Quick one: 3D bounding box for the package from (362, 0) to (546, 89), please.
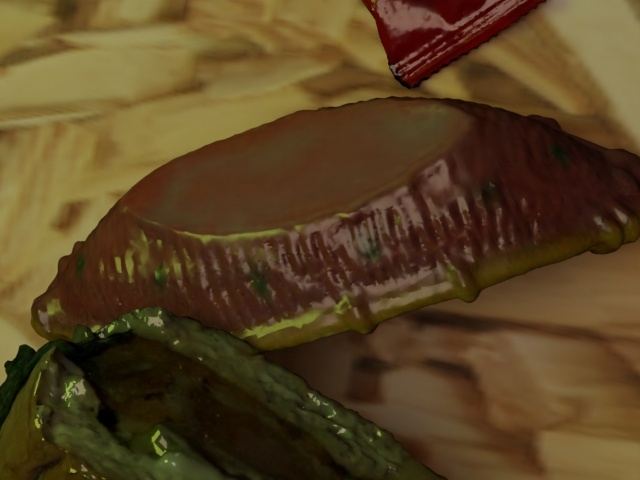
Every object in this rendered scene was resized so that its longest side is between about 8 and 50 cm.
[{"bbox_3d":[0.024,-0.177,0.949,0.083,0.022,0.200,-32,83,13],"label":"package"}]

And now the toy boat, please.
[{"bbox_3d":[0.000,-0.005,0.918,0.317,0.099,0.141,-10,45,15],"label":"toy boat"}]

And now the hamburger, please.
[{"bbox_3d":[-0.031,0.172,0.872,0.308,0.132,0.211,28,123,1],"label":"hamburger"}]
